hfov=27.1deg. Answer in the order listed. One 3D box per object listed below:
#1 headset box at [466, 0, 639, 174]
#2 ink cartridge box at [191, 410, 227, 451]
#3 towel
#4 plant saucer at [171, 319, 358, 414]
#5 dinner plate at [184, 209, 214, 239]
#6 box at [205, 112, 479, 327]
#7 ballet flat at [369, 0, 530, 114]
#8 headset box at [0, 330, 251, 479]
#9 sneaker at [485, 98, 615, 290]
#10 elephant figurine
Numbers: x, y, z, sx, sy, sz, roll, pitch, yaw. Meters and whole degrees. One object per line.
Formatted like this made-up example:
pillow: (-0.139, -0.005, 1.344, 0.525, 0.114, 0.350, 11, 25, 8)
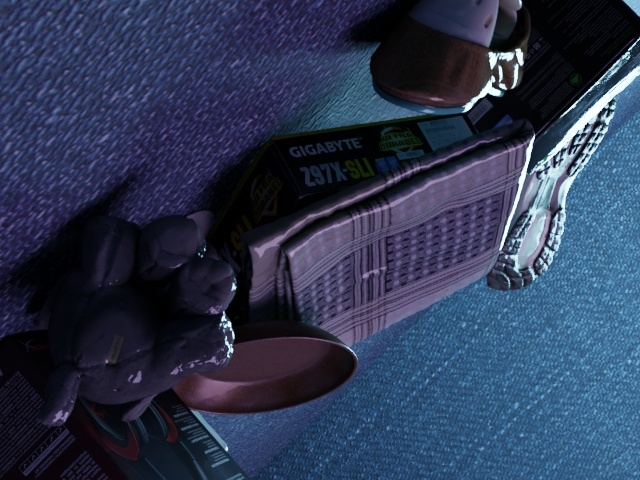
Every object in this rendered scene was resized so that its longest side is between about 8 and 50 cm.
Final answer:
headset box: (0.292, -0.210, 1.682, 0.246, 0.131, 0.283, -45, 169, 13)
ink cartridge box: (-0.328, 0.336, 1.481, 0.285, 0.166, 0.395, -27, 160, -54)
towel: (0.065, 0.022, 1.375, 0.324, 0.056, 0.312, -23, 157, -13)
plant saucer: (-0.061, 0.128, 1.375, 0.199, 0.036, 0.198, -8, 152, -4)
dinner plate: (-0.155, 0.023, 1.304, 0.141, 0.017, 0.141, -42, 169, -10)
box: (0.000, 0.000, 1.423, 0.257, 0.079, 0.322, -14, 153, -36)
ballet flat: (0.143, -0.200, 1.301, 0.342, 0.116, 0.124, -19, 134, -65)
headset box: (-0.181, 0.222, 1.236, 0.110, 0.293, 0.218, -45, 168, 13)
sneaker: (0.291, -0.139, 1.971, 0.158, 0.182, 0.410, 3, 114, -44)
elephant figurine: (-0.157, 0.073, 1.149, 0.186, 0.169, 0.239, -3, 171, -13)
